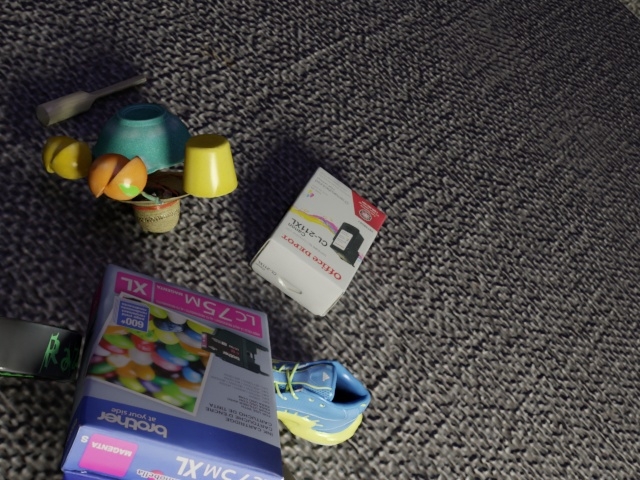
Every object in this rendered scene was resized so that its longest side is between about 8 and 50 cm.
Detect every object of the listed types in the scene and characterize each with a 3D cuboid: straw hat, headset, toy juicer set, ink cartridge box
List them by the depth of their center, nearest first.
[{"bbox_3d":[-0.133,0.147,0.855,0.185,0.065,0.311,19,27,-17],"label":"ink cartridge box"},{"bbox_3d":[-0.424,0.064,0.861,0.394,0.243,0.185,5,79,-3],"label":"headset"},{"bbox_3d":[-0.212,-0.043,1.186,0.144,0.061,0.144,-2,19,1],"label":"straw hat"},{"bbox_3d":[-0.265,-0.121,1.191,0.209,0.089,0.329,-17,35,-27],"label":"toy juicer set"},{"bbox_3d":[0.000,0.000,1.284,0.127,0.072,0.175,36,46,-5],"label":"ink cartridge box"}]

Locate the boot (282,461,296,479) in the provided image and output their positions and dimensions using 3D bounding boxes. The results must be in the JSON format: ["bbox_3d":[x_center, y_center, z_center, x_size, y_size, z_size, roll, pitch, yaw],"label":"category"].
[{"bbox_3d":[-0.113,0.217,1.017,0.112,0.115,0.305,-18,74,-25],"label":"boot"}]

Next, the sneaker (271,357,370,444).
[{"bbox_3d":[-0.047,0.165,1.095,0.240,0.126,0.091,20,49,-18],"label":"sneaker"}]
